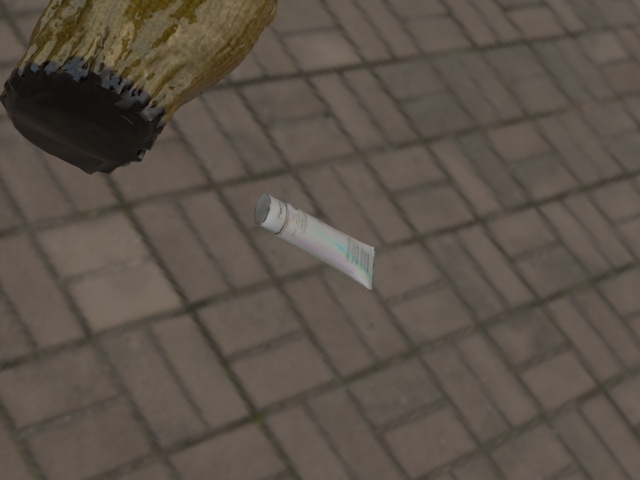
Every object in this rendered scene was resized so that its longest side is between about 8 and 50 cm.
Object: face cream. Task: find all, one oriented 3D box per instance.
[{"bbox_3d":[0.000,0.000,1.056,0.115,0.020,0.038,28,52,-33],"label":"face cream"}]

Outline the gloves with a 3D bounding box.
[{"bbox_3d":[-0.088,-0.204,1.002,0.155,0.203,0.356,44,59,-9],"label":"gloves"}]
